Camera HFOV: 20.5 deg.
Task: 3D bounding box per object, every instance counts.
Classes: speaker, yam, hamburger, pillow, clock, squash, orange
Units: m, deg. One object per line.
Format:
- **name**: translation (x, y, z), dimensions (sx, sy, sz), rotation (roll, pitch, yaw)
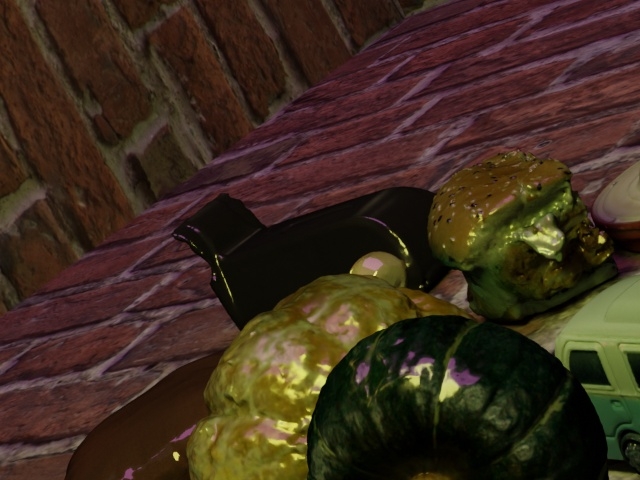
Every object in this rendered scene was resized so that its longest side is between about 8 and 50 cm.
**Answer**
- **speaker**: translation (0.000, 0.000, 2.473), dimensions (0.388, 0.184, 0.180), rotation (-16, 18, 38)
- **yam**: translation (0.045, 0.077, 2.131), dimensions (0.081, 0.081, 0.357), rotation (-31, -7, -12)
- **hamburger**: translation (0.221, -0.002, 2.080), dimensions (0.192, 0.168, 0.288), rotation (-28, 14, -9)
- **pillow**: translation (-0.187, 0.243, 2.117), dimensions (0.305, 0.108, 0.308), rotation (-32, 11, 3)
- **clock**: translation (0.470, -0.092, 2.115), dimensions (0.318, 0.080, 0.318), rotation (-26, 14, 7)
- **squash**: translation (0.111, 0.182, 1.447), dimensions (0.252, 0.252, 0.165), rotation (-20, 20, 29)
- **orange**: translation (0.011, 0.157, 1.842), dimensions (0.368, 0.210, 0.271), rotation (-32, 15, -25)

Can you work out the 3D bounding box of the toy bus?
- **toy bus**: translation (0.319, 0.107, 1.497), dimensions (0.133, 0.165, 0.271), rotation (-35, 15, -26)
